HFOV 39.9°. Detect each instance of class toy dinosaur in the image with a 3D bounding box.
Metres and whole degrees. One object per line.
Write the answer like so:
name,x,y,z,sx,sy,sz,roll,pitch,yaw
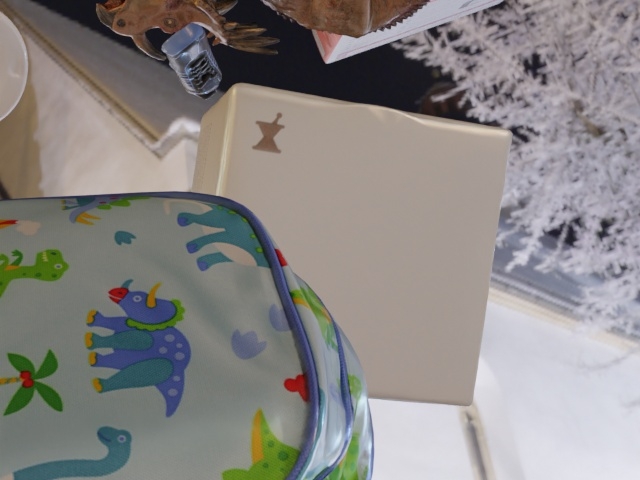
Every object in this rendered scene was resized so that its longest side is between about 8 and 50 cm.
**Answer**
toy dinosaur,-0.014,-0.217,0.721,0.296,0.127,0.200,19,-60,6

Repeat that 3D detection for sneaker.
sneaker,-0.207,-0.298,1.479,0.081,0.090,0.232,-39,3,-4

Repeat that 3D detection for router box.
router box,0.166,-0.393,1.364,0.336,0.082,0.301,-20,2,-7

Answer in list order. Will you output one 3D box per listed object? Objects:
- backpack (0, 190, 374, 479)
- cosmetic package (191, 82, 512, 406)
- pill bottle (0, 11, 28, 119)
backpack,-0.152,0.113,0.390,0.356,0.290,0.273,7,-55,-22
cosmetic package,0.000,0.000,1.143,0.330,0.327,0.394,8,1,-12
pill bottle,-0.530,-0.249,1.160,0.283,0.161,0.161,20,-14,37
